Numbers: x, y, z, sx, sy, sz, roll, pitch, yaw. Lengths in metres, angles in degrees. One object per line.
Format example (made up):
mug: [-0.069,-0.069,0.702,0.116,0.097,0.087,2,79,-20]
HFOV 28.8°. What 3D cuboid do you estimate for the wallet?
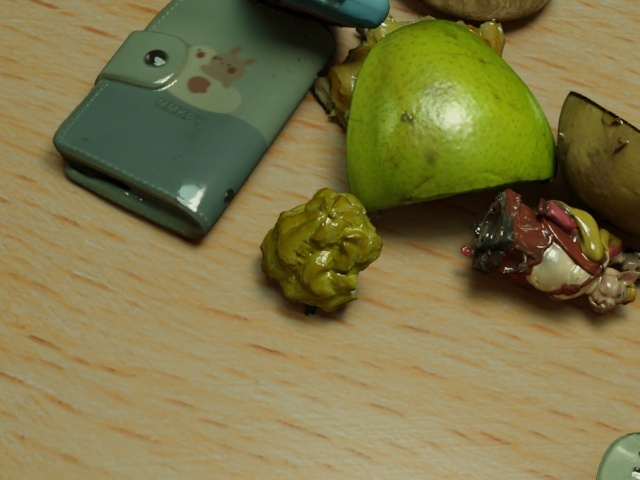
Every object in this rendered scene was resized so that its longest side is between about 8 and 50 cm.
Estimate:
wallet: [-0.164,-0.188,1.619,0.252,0.083,0.360,24,60,14]

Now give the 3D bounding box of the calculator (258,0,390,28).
calculator: [-0.014,-0.324,1.636,0.173,0.293,0.051,19,94,-18]

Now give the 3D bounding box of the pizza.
pizza: [0.119,-0.220,1.676,0.223,0.089,0.323,29,57,10]

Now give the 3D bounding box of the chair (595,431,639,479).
chair: [0.446,0.296,1.305,0.275,0.190,0.203,-11,52,21]

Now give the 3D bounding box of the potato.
potato: [0.385,-0.074,1.550,0.239,0.116,0.299,29,12,-16]

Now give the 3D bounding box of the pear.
pear: [0.173,-0.170,1.545,0.288,0.139,0.239,-10,82,-21]

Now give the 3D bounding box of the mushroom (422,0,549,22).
mushroom: [0.232,-0.433,1.794,0.278,0.146,0.278,5,62,-8]

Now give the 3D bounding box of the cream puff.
cream puff: [0.001,-0.001,1.483,0.121,0.156,0.156,16,54,-17]

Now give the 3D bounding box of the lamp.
lamp: [0.307,0.026,1.514,0.253,0.118,0.118,23,55,-12]
